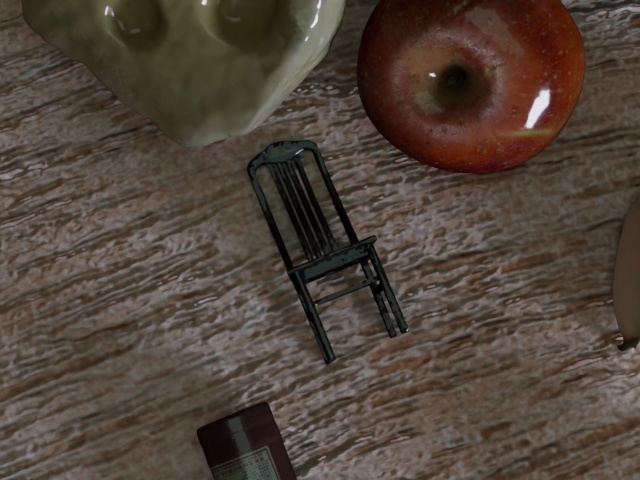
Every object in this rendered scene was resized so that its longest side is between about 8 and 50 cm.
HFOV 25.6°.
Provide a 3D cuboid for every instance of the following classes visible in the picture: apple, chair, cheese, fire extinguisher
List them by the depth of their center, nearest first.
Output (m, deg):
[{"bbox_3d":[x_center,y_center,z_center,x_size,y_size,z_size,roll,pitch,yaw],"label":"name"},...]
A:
[{"bbox_3d":[-0.124,-0.242,1.228,0.317,0.115,0.327,3,114,17],"label":"cheese"},{"bbox_3d":[-0.050,0.267,1.256,0.099,0.071,0.231,-22,85,23],"label":"fire extinguisher"},{"bbox_3d":[0.137,-0.158,1.266,0.201,0.162,0.201,6,111,16],"label":"apple"},{"bbox_3d":[0.000,0.000,1.272,0.084,0.101,0.213,-22,85,-5],"label":"chair"}]

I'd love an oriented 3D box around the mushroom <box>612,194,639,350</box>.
[{"bbox_3d":[0.390,-0.002,1.259,0.236,0.162,0.173,-6,84,-5],"label":"mushroom"}]
